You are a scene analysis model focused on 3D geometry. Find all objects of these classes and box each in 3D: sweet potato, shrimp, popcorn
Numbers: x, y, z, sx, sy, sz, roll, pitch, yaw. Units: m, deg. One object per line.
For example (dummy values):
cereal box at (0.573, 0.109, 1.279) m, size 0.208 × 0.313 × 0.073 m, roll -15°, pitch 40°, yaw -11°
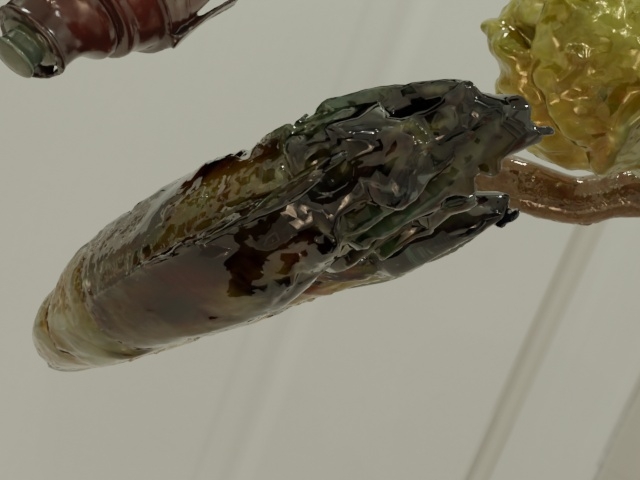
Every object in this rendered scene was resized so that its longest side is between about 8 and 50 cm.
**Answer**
sweet potato at (0.206, -0.059, 1.369) m, size 0.281 × 0.067 × 0.059 m, roll 9°, pitch -6°, yaw 19°
shrimp at (0.000, 0.000, 0.629) m, size 0.233 × 0.365 × 0.071 m, roll -8°, pitch 77°, yaw -38°
popcorn at (0.265, -0.141, 1.097) m, size 0.266 × 0.233 × 0.192 m, roll 44°, pitch 15°, yaw -32°

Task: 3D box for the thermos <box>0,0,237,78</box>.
thermos at (-0.071, -0.163, 0.631) m, size 0.099 × 0.232 × 0.124 m, roll 42°, pitch -26°, yaw -3°
